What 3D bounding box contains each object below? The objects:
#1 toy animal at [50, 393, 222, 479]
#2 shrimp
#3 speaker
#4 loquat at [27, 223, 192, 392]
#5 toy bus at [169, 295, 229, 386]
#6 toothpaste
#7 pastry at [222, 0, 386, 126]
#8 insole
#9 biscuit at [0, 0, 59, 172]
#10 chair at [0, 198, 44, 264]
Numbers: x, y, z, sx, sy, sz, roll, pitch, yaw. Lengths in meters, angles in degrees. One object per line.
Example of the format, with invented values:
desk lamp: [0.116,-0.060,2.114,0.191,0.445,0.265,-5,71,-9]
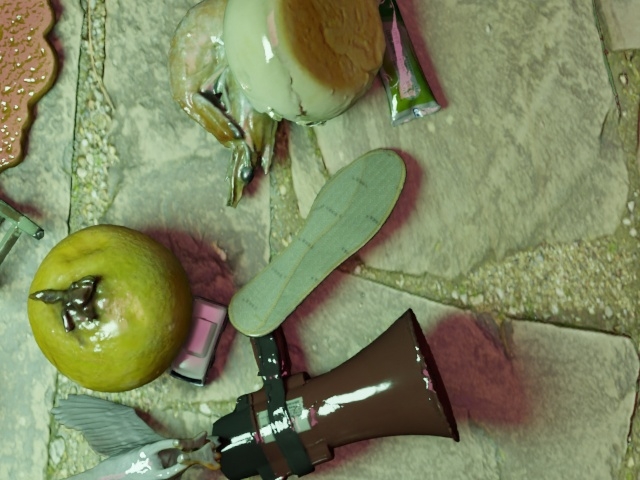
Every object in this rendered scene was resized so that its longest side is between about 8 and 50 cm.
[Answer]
toy animal: [-0.282,0.297,1.610,0.302,0.284,0.225,-21,84,28]
shrimp: [-0.140,-0.204,1.787,0.168,0.077,0.317,1,81,7]
speaker: [0.002,0.191,1.714,0.329,0.198,0.259,-14,100,6]
loquat: [-0.286,0.092,1.676,0.243,0.244,0.244,0,86,-2]
toy bus: [-0.172,0.143,1.757,0.060,0.075,0.123,19,86,-1]
toothpaste: [0.100,-0.293,1.811,0.078,0.047,0.248,-20,89,-1]
pastry: [-0.022,-0.282,1.717,0.264,0.133,0.265,13,70,-42]
insole: [0.000,0.000,1.762,0.119,0.009,0.348,36,76,30]
biscuit: [-0.471,-0.247,1.790,0.186,0.044,0.295,25,87,-4]
chair: [-0.530,-0.030,1.744,0.270,0.147,0.136,26,81,44]
